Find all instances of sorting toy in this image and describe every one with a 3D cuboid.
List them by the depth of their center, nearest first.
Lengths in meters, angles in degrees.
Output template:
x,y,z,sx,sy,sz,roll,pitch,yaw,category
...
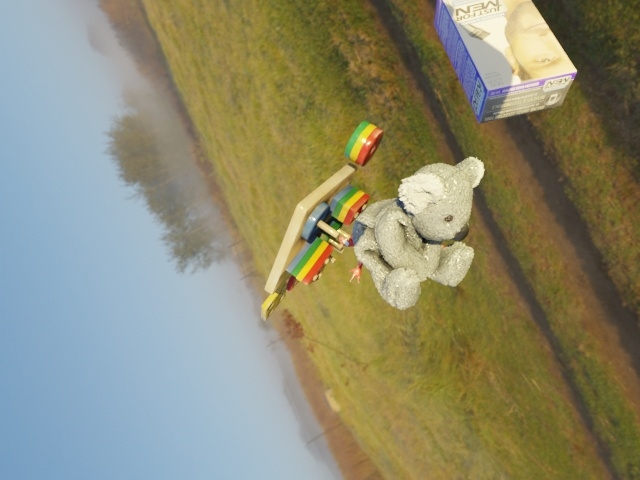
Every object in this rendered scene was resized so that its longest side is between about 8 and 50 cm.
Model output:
x,y,z,sx,sy,sz,roll,pitch,yaw,category
0.000,0.000,0.564,0.046,0.132,0.275,33,129,10,sorting toy

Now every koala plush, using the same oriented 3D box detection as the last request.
x,y,z,sx,sy,sz,roll,pitch,yaw,category
0.169,-0.040,0.787,0.203,0.196,0.221,52,140,25,koala plush

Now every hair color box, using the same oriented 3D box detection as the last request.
x,y,z,sx,sy,sz,roll,pitch,yaw,category
0.391,-0.432,1.051,0.110,0.185,0.339,77,180,-62,hair color box

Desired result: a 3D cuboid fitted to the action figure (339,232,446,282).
x,y,z,sx,sy,sz,roll,pitch,yaw,category
0.173,0.052,1.114,0.091,0.280,0.139,47,-123,-80,action figure
